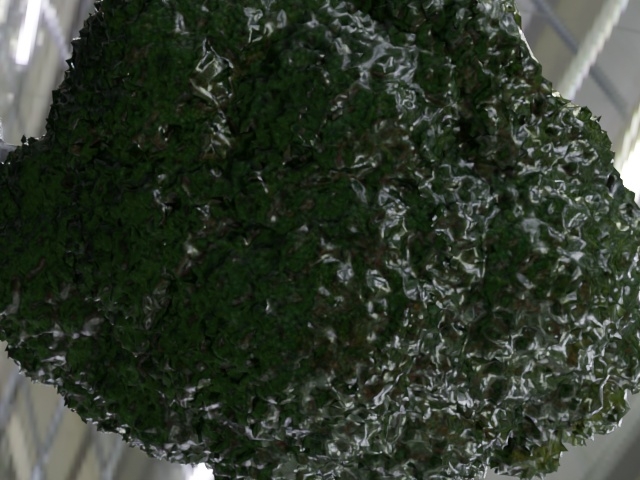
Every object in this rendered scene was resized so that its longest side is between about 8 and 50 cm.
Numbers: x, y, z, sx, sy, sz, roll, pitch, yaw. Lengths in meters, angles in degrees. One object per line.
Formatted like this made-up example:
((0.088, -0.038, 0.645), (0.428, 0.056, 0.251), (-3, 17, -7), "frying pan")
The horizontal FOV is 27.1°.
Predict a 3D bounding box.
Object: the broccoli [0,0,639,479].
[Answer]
((0.000, 0.000, 0.651), (0.304, 0.321, 0.283), (-32, -168, 20), "broccoli")

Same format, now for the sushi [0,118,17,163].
((-0.313, -0.045, 0.852), (0.225, 0.238, 0.218), (44, -26, 6), "sushi")
